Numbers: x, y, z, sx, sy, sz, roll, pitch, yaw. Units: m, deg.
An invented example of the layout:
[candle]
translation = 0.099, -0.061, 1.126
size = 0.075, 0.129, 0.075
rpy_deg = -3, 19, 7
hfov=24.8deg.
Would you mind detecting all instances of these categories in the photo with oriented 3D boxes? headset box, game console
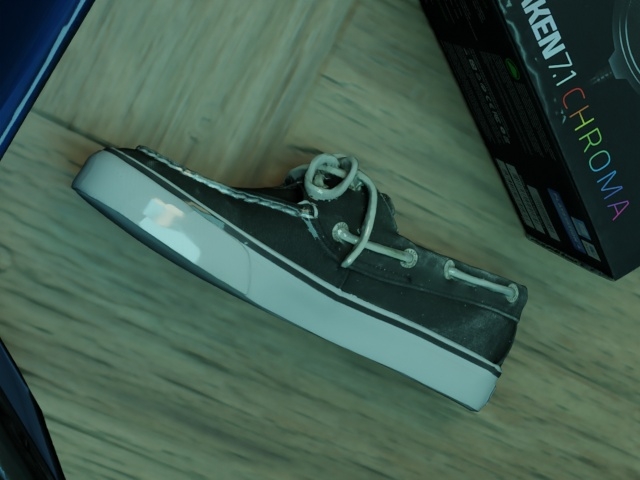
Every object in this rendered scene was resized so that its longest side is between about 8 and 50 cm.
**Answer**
[headset box]
translation = 0.221, -0.158, 0.884
size = 0.283, 0.131, 0.246
rpy_deg = -30, 110, -9
[game console]
translation = -0.134, -0.014, 0.720
size = 0.173, 0.293, 0.250
rpy_deg = -30, 110, -9

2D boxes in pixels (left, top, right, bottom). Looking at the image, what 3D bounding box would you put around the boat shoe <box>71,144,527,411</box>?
[boat shoe]
translation = 0.002, 0.001, 0.864
size = 0.306, 0.113, 0.105
rpy_deg = 28, 87, -24
